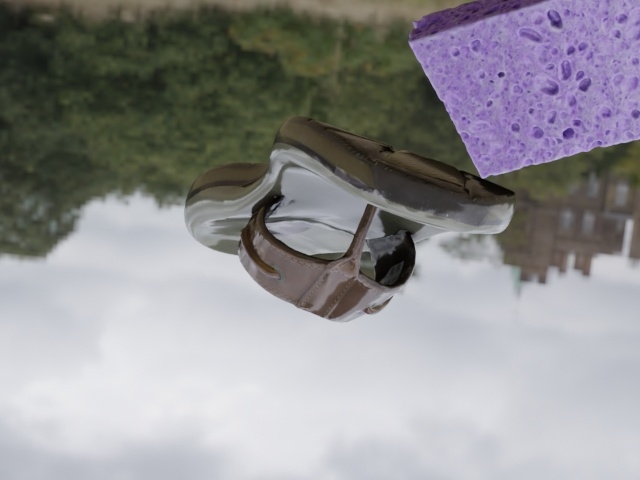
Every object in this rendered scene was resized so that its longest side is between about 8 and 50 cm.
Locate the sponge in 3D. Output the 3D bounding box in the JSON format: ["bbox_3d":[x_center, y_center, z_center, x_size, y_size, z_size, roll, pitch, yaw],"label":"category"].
[{"bbox_3d":[0.172,-0.111,0.931,0.210,0.117,0.031,-14,-144,25],"label":"sponge"}]

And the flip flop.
[{"bbox_3d":[0.000,0.000,0.726,0.112,0.080,0.277,18,168,-22],"label":"flip flop"}]
